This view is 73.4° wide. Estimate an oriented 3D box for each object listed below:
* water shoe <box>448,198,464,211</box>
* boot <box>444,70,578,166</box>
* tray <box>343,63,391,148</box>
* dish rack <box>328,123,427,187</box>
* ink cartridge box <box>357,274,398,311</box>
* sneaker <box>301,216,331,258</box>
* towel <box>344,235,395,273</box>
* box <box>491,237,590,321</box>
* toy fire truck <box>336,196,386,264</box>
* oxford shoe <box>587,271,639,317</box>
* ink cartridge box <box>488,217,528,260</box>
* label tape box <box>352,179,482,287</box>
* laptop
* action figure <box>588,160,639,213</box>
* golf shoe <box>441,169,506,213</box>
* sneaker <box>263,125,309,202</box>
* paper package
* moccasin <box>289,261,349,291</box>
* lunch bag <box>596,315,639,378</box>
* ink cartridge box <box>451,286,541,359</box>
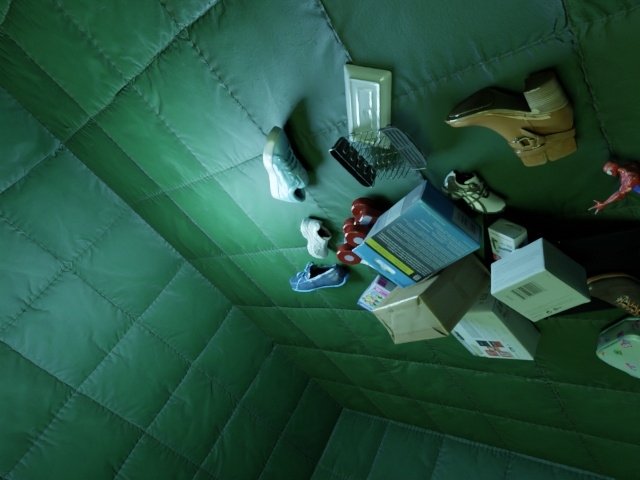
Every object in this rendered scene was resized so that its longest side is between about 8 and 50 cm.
[{"bbox_3d":[0.454,-0.050,1.436,0.080,0.072,0.203,6,140,32],"label":"water shoe"},{"bbox_3d":[0.482,-0.282,1.085,0.284,0.108,0.220,-12,132,39],"label":"boot"},{"bbox_3d":[0.139,-0.387,1.286,0.145,0.030,0.270,17,145,21],"label":"tray"},{"bbox_3d":[0.184,-0.258,1.329,0.208,0.074,0.272,37,158,-35],"label":"dish rack"},{"bbox_3d":[0.296,0.291,2.057,0.186,0.065,0.311,31,150,3],"label":"ink cartridge box"},{"bbox_3d":[0.000,0.000,1.886,0.116,0.090,0.232,5,141,31],"label":"sneaker"},{"bbox_3d":[0.227,0.053,1.812,0.285,0.034,0.209,24,147,14],"label":"towel"},{"bbox_3d":[0.612,0.115,1.209,0.182,0.118,0.181,31,140,-14],"label":"box"},{"bbox_3d":[0.211,-0.008,1.626,0.254,0.169,0.302,17,145,-2],"label":"toy fire truck"},{"bbox_3d":[0.898,0.164,1.247,0.272,0.098,0.096,10,136,-3],"label":"oxford shoe"},{"bbox_3d":[0.569,0.013,1.294,0.099,0.056,0.135,39,160,54],"label":"ink cartridge box"},{"bbox_3d":[0.311,-0.004,1.426,0.249,0.115,0.348,37,138,-12],"label":"label tape box"},{"bbox_3d":[0.758,0.049,1.363,0.408,0.237,0.381,43,162,44],"label":"laptop"},{"bbox_3d":[0.793,-0.092,1.064,0.281,0.091,0.139,34,139,-3],"label":"action figure"},{"bbox_3d":[0.467,-0.147,1.288,0.198,0.077,0.093,23,147,12],"label":"golf shoe"},{"bbox_3d":[-0.109,-0.270,1.584,0.150,0.135,0.365,16,154,11],"label":"sneaker"},{"bbox_3d":[0.404,0.206,1.575,0.168,0.325,0.309,53,147,-1],"label":"paper package"},{"bbox_3d":[-0.019,0.161,2.110,0.342,0.137,0.116,-15,122,33],"label":"moccasin"},{"bbox_3d":[1.103,0.368,1.419,0.280,0.107,0.224,25,145,10],"label":"lunch bag"},{"bbox_3d":[0.667,0.335,1.728,0.309,0.130,0.272,45,148,-20],"label":"ink cartridge box"}]
